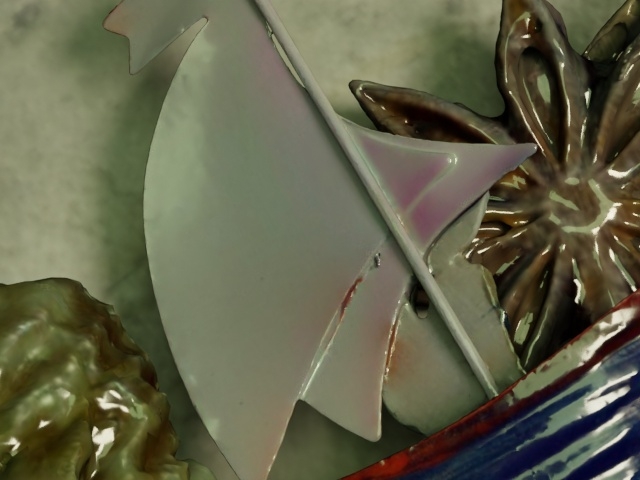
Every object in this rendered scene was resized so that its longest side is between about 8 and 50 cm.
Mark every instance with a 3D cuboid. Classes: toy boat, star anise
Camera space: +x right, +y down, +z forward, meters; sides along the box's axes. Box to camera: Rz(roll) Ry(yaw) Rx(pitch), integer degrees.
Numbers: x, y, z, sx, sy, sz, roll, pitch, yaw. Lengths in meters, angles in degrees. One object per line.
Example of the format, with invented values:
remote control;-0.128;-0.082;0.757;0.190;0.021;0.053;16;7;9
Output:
toy boat;-0.009;0.028;0.650;0.318;0.072;0.219;37;94;19
star anise;0.119;-0.027;0.699;0.230;0.081;0.262;28;85;19

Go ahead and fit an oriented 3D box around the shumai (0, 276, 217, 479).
shumai;-0.102;0.151;0.569;0.218;0.189;0.256;21;64;21
